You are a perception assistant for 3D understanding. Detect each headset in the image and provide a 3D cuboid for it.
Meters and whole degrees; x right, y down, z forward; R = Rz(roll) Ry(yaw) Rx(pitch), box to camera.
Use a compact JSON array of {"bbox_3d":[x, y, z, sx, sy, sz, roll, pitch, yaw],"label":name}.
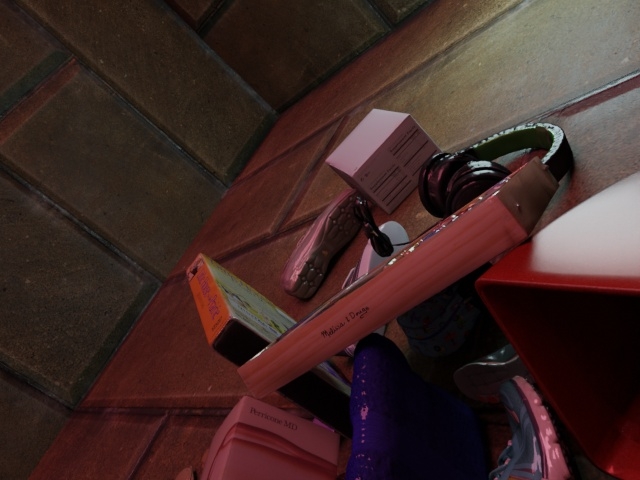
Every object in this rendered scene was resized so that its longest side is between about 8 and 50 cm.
[{"bbox_3d":[0.252,-0.106,0.975,0.394,0.185,0.243,-36,21,1],"label":"headset"}]

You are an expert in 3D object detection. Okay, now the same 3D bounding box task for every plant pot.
[{"bbox_3d":[0.348,0.060,0.443,0.236,0.267,0.267,-44,19,-23],"label":"plant pot"}]

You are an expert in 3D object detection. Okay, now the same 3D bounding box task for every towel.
[{"bbox_3d":[0.099,0.273,0.554,0.076,0.228,0.308,-36,25,29],"label":"towel"}]

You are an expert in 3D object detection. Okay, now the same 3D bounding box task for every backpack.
[{"bbox_3d":[0.185,0.092,0.859,0.173,0.117,0.158,-56,22,-13],"label":"backpack"}]

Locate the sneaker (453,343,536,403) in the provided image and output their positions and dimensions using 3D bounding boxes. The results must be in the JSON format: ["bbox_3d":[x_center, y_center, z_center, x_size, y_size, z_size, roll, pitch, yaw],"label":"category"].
[{"bbox_3d":[0.252,0.167,0.708,0.158,0.061,0.065,-29,1,38],"label":"sneaker"}]

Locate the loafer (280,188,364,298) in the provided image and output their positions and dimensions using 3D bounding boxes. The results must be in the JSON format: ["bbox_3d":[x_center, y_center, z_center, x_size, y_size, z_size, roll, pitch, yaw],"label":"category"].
[{"bbox_3d":[0.000,0.000,1.372,0.319,0.112,0.111,-54,31,-14],"label":"loafer"}]

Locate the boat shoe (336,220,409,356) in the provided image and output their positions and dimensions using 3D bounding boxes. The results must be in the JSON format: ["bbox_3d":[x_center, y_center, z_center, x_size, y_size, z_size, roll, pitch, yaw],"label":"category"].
[{"bbox_3d":[0.091,0.093,1.060,0.102,0.108,0.301,-19,42,49],"label":"boat shoe"}]

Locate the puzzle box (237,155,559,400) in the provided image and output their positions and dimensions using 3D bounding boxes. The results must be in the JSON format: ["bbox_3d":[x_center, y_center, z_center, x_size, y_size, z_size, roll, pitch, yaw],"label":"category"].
[{"bbox_3d":[0.101,0.047,0.693,0.409,0.052,0.272,-38,-6,32],"label":"puzzle box"}]

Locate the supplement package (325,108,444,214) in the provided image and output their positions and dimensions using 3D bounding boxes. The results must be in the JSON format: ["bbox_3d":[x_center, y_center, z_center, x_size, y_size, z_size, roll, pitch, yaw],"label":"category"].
[{"bbox_3d":[0.158,-0.214,1.394,0.204,0.145,0.262,-47,22,3],"label":"supplement package"}]

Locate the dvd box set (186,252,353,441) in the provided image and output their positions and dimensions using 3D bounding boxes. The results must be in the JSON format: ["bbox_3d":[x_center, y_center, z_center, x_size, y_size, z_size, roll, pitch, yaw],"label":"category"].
[{"bbox_3d":[-0.096,0.174,0.989,0.062,0.308,0.420,-51,22,-3],"label":"dvd box set"}]

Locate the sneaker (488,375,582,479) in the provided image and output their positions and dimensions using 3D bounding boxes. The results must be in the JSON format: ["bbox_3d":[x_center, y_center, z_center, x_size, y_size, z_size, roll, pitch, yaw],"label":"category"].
[{"bbox_3d":[0.202,0.252,0.531,0.110,0.107,0.275,-19,32,22],"label":"sneaker"}]

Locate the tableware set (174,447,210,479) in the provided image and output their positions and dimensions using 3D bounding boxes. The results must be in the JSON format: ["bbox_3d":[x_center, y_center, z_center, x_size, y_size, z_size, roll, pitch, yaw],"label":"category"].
[{"bbox_3d":[-0.256,0.506,1.116,0.169,0.020,0.141,-43,24,8],"label":"tableware set"}]

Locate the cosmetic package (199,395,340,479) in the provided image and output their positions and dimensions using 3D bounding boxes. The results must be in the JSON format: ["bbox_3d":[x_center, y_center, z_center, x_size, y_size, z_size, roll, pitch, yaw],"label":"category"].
[{"bbox_3d":[-0.079,0.353,0.613,0.129,0.153,0.296,-57,14,35],"label":"cosmetic package"}]

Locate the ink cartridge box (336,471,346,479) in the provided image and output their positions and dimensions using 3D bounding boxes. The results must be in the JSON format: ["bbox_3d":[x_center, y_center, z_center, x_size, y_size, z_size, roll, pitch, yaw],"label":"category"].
[{"bbox_3d":[0.061,0.384,0.622,0.159,0.092,0.218,-36,23,31],"label":"ink cartridge box"}]

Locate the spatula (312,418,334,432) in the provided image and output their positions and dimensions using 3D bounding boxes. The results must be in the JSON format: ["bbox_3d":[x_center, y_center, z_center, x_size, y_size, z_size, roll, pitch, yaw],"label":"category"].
[{"bbox_3d":[-0.073,0.416,0.907,0.296,0.030,0.084,-49,20,-2],"label":"spatula"}]
